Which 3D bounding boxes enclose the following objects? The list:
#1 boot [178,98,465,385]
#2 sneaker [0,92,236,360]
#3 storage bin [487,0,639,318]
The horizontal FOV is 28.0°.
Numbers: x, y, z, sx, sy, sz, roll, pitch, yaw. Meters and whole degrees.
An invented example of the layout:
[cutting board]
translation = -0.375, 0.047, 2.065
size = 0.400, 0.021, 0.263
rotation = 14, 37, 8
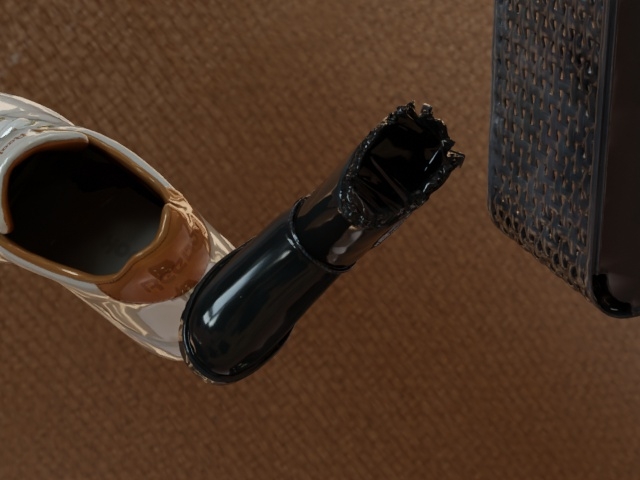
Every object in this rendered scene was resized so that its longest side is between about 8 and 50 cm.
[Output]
[boot]
translation = 0.000, 0.001, 0.513
size = 0.045, 0.099, 0.121
rotation = 46, 59, -3
[sneaker]
translation = -0.169, -0.041, 0.712
size = 0.106, 0.290, 0.123
rotation = -58, 153, -17
[storage bin]
translation = 0.141, -0.073, 0.507
size = 0.122, 0.084, 0.180
rotation = -12, 119, -19
